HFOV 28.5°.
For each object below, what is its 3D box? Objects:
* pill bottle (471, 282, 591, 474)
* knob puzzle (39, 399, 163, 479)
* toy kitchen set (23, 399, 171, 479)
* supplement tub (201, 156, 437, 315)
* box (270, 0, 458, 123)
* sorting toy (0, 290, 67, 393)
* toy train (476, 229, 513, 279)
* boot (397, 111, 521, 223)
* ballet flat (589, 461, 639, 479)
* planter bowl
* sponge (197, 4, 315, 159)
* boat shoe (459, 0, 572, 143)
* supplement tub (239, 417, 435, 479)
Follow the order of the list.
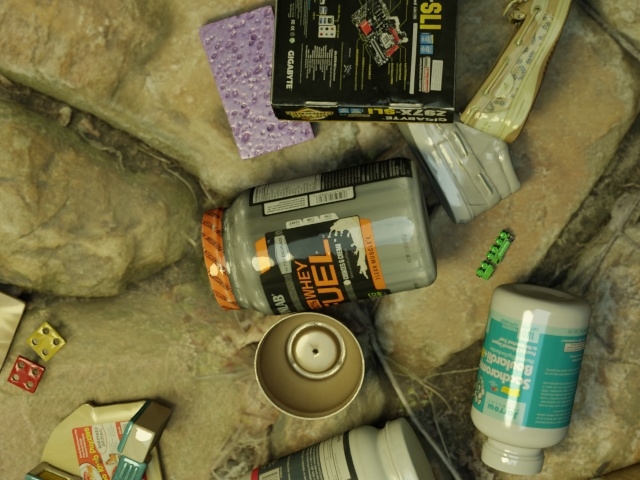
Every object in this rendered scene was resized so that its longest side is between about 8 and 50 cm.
[{"bbox_3d":[0.303,0.204,1.845,0.146,0.146,0.264,9,99,4],"label":"pill bottle"},{"bbox_3d":[-0.350,0.347,1.991,0.213,0.030,0.213,1,99,5],"label":"knob puzzle"},{"bbox_3d":[-0.349,0.331,1.910,0.166,0.122,0.207,23,100,1],"label":"toy kitchen set"},{"bbox_3d":[0.000,0.000,1.821,0.316,0.193,0.193,-11,97,8],"label":"supplement tub"},{"bbox_3d":[0.066,-0.328,1.775,0.257,0.079,0.321,1,79,4],"label":"box"},{"bbox_3d":[-0.528,0.131,1.967,0.275,0.046,0.132,23,100,2],"label":"sorting toy"},{"bbox_3d":[0.262,0.022,1.888,0.024,0.017,0.083,29,100,-9],"label":"toy train"},{"bbox_3d":[0.193,-0.161,1.841,0.123,0.095,0.258,-29,98,-4],"label":"boot"},{"bbox_3d":[0.374,0.453,1.902,0.124,0.116,0.342,31,105,8],"label":"ballet flat"},{"bbox_3d":[-0.010,0.176,1.891,0.162,0.109,0.162,1,99,6],"label":"planter bowl"},{"bbox_3d":[-0.095,-0.234,1.877,0.117,0.031,0.210,-17,96,8],"label":"sponge"},{"bbox_3d":[0.285,-0.283,1.778,0.089,0.104,0.285,20,85,2],"label":"boat shoe"},{"bbox_3d":[0.029,0.391,1.878,0.272,0.191,0.191,-23,96,9],"label":"supplement tub"}]
